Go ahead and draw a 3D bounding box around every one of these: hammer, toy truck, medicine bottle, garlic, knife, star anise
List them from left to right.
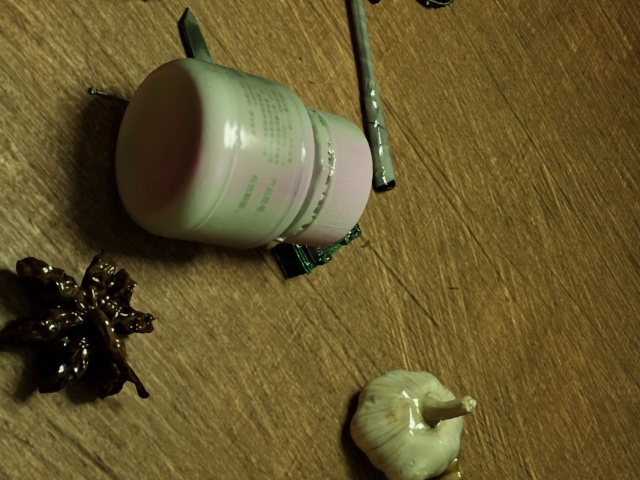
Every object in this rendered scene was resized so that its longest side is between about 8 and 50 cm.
[{"bbox_3d":[-0.308,0.106,1.426,0.220,0.126,0.190,11,68,-39],"label":"star anise"},{"bbox_3d":[-0.289,-0.207,1.604,0.123,0.014,0.029,16,59,-39],"label":"hammer"},{"bbox_3d":[-0.181,-0.264,1.723,0.060,0.028,0.230,-15,87,-57],"label":"knife"},{"bbox_3d":[-0.108,-0.114,1.581,0.325,0.256,0.256,8,73,-42],"label":"medicine bottle"},{"bbox_3d":[0.000,0.000,1.782,0.147,0.079,0.065,-37,104,-43],"label":"toy truck"},{"bbox_3d":[0.081,-0.299,1.973,0.152,0.044,0.426,0,80,-45],"label":"hammer"},{"bbox_3d":[0.169,0.293,1.752,0.199,0.226,0.199,11,66,-25],"label":"garlic"}]

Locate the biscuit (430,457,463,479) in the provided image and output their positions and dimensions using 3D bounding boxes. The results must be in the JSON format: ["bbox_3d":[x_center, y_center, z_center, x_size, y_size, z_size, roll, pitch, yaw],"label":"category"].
[{"bbox_3d":[0.217,0.390,1.894,0.118,0.061,0.183,33,44,-85],"label":"biscuit"}]

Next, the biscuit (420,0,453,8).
[{"bbox_3d":[0.224,-0.564,2.173,0.195,0.053,0.194,13,70,-41],"label":"biscuit"}]
